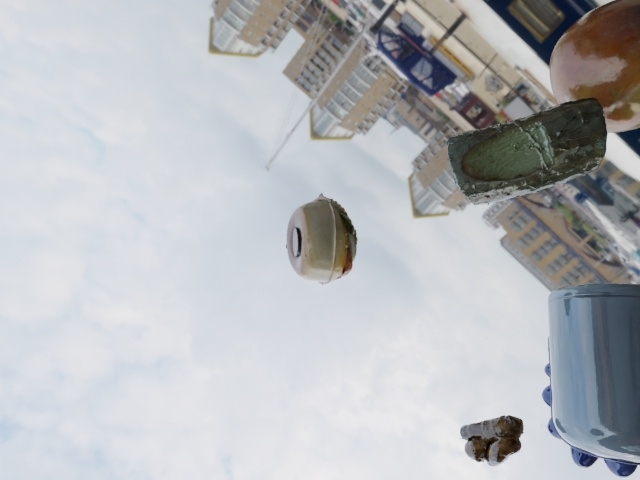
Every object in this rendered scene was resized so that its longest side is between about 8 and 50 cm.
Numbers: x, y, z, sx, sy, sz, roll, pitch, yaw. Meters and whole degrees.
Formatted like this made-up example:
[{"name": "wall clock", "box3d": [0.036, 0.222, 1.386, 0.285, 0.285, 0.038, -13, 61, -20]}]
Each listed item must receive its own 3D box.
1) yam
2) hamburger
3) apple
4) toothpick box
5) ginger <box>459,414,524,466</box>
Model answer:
[{"name": "yam", "box3d": [0.375, -0.157, 0.866, 0.154, 0.254, 0.154, 47, -145, -48]}, {"name": "hamburger", "box3d": [-0.001, 0.004, 1.175, 0.147, 0.237, 0.237, -2, -139, -22]}, {"name": "apple", "box3d": [0.581, -0.338, 0.897, 0.253, 0.253, 0.253, 36, -157, -17]}, {"name": "toothpick box", "box3d": [0.575, 0.277, 0.938, 0.263, 0.263, 0.354, 20, -111, -44]}, {"name": "ginger", "box3d": [0.391, 0.463, 1.071, 0.073, 0.162, 0.103, 38, -136, -19]}]
